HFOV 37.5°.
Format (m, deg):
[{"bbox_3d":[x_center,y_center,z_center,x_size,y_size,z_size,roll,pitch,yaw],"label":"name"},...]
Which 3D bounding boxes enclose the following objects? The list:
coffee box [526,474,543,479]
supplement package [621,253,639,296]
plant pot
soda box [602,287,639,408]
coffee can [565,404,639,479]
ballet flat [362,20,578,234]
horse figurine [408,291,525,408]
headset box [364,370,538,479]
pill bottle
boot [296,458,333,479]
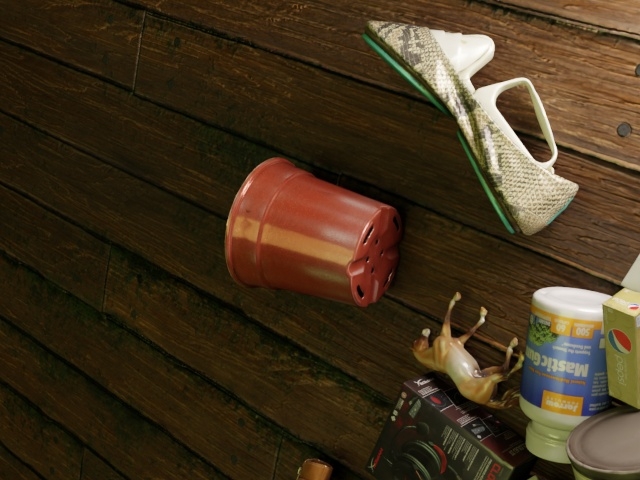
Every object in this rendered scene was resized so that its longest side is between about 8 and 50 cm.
[{"bbox_3d":[0.393,0.539,1.567,0.098,0.141,0.246,-38,34,21],"label":"coffee box"},{"bbox_3d":[0.579,0.069,1.450,0.179,0.105,0.105,40,121,28],"label":"supplement package"},{"bbox_3d":[0.000,0.000,1.834,0.265,0.272,0.272,17,108,28],"label":"plant pot"},{"bbox_3d":[0.489,0.170,1.477,0.061,0.058,0.181,24,134,49],"label":"soda box"},{"bbox_3d":[0.510,0.421,1.455,0.201,0.201,0.275,-5,108,40],"label":"coffee can"},{"bbox_3d":[0.277,-0.238,1.645,0.182,0.164,0.483,-38,77,14],"label":"ballet flat"},{"bbox_3d":[0.283,0.223,1.744,0.263,0.066,0.174,44,116,29],"label":"horse figurine"},{"bbox_3d":[0.254,0.422,1.767,0.293,0.110,0.218,36,117,30],"label":"headset box"},{"bbox_3d":[0.415,0.226,1.578,0.152,0.152,0.272,13,104,38],"label":"pill bottle"},{"bbox_3d":[-0.046,0.577,2.031,0.109,0.283,0.220,14,77,-4],"label":"boot"}]
